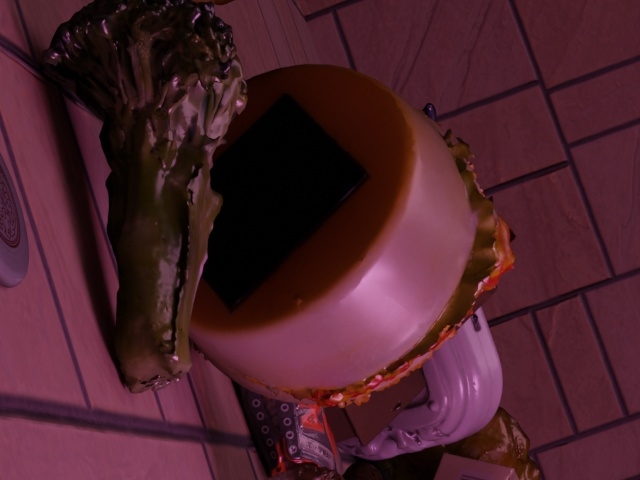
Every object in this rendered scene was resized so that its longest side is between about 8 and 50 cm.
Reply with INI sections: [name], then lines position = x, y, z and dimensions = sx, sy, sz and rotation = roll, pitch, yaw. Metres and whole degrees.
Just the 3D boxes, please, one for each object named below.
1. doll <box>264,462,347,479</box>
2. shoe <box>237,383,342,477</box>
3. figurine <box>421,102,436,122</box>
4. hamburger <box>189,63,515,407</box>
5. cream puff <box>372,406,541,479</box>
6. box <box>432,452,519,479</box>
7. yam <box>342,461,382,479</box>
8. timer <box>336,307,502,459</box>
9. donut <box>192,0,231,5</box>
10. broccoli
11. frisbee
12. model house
[doll]
position = 0.000, 0.249, 1.475
dimensions = 0.115, 0.105, 0.221
rotation = 29, -13, 13
[shoe]
position = -0.030, 0.163, 1.629
dimensions = 0.077, 0.074, 0.194
rotation = -81, 153, -67
[figurine]
position = 0.015, -0.091, 2.038
dimensions = 0.175, 0.265, 0.197
rotation = -63, 152, -25
[hamburger]
position = 0.000, 0.000, 1.468
dimensions = 0.294, 0.276, 0.179
rotation = 43, -1, 37
[cream puff]
position = 0.137, 0.289, 2.291
dimensions = 0.282, 0.185, 0.282
rotation = 34, -31, 23
[box]
position = 0.165, 0.379, 2.070
dimensions = 0.212, 0.095, 0.168
rotation = -66, 152, -27
[yam]
position = 0.039, 0.278, 1.917
dimensions = 0.241, 0.056, 0.057
rotation = -34, 104, -82
[timer]
position = 0.071, 0.115, 1.958
dimensions = 0.087, 0.262, 0.237
rotation = -16, 86, -42
[donut]
position = -0.144, -0.433, 2.080
dimensions = 0.360, 0.170, 0.360
rotation = -14, 90, -83
[broccoli]
position = -0.123, -0.037, 1.296
dimensions = 0.165, 0.145, 0.304
rotation = 80, 5, -64
[frisbee]
position = -0.195, -0.026, 1.051
dimensions = 0.110, 0.014, 0.110
rotation = -20, 90, -84
[model house]
position = 0.057, 0.077, 1.820
dimensions = 0.176, 0.248, 0.181
rotation = -102, 171, -53
